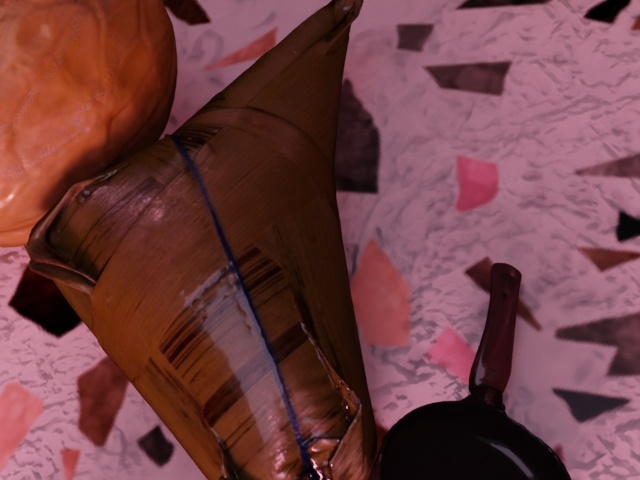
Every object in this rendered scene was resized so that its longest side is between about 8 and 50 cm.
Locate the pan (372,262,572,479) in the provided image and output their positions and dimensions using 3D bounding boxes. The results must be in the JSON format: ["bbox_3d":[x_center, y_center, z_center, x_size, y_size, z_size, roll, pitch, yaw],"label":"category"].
[{"bbox_3d":[0.091,0.103,0.590,0.114,0.040,0.212,17,51,-3],"label":"pan"}]

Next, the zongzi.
[{"bbox_3d":[0.000,0.000,0.632,0.289,0.123,0.260,-40,66,-12],"label":"zongzi"}]

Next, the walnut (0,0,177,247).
[{"bbox_3d":[-0.200,-0.098,0.687,0.195,0.195,0.222,35,77,27],"label":"walnut"}]
